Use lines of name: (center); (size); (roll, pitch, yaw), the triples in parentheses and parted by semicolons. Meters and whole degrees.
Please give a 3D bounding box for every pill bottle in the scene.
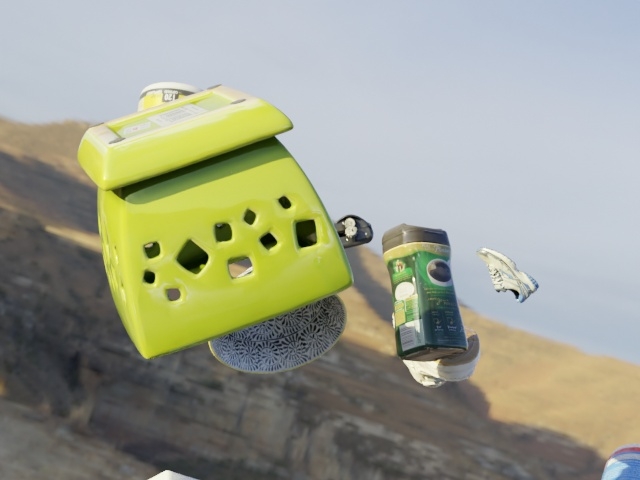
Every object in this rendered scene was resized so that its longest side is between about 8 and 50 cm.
pill bottle: (0.505, 0.445, 1.931); (0.124, 0.124, 0.221); (16, 36, 17)
pill bottle: (-0.196, -0.105, 1.549); (0.103, 0.184, 0.103); (5, -16, 2)

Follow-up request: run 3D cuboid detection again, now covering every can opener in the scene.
can opener: (0.000, 0.000, 2.015); (0.186, 0.059, 0.073); (-13, -26, -7)

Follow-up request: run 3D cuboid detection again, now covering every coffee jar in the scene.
coffee jar: (0.140, 0.069, 1.617); (0.096, 0.184, 0.079); (8, -23, -40)

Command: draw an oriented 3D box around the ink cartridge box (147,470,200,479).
ink cartridge box: (-0.324, 0.667, 2.250); (0.160, 0.384, 0.279); (29, -44, -34)

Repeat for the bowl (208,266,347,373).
bowl: (-0.058, 0.079, 1.445); (0.170, 0.170, 0.080); (22, 36, -35)

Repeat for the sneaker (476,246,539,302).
sneaker: (0.332, 0.064, 2.155); (0.135, 0.058, 0.052); (38, -6, -8)

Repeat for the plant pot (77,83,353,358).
plant pot: (-0.122, -0.036, 1.219); (0.227, 0.207, 0.228); (-20, 17, -13)

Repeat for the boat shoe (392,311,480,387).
boat shoe: (0.176, 0.175, 1.789); (0.098, 0.096, 0.277); (-5, 11, -8)
